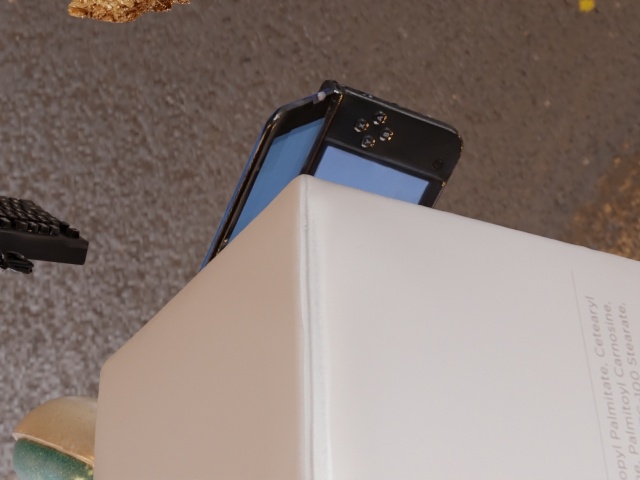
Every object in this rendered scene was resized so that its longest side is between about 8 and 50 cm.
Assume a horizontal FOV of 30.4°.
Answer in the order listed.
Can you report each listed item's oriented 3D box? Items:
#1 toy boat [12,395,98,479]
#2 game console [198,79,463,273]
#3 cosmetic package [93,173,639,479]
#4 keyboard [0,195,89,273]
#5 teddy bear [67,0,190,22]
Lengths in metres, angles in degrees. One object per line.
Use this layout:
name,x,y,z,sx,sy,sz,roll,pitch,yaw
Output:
toy boat,-0.152,0.266,1.096,0.318,0.148,0.267,26,160,4
game console,0.000,0.000,1.233,0.250,0.173,0.293,18,115,-17
cosmetic package,0.085,0.206,0.785,0.394,0.327,0.329,13,149,-27
keyboard,-0.225,-0.012,0.745,0.180,0.108,0.023,9,113,-55
teddy bear,-0.318,-0.454,2.026,0.245,0.338,0.113,15,111,25
